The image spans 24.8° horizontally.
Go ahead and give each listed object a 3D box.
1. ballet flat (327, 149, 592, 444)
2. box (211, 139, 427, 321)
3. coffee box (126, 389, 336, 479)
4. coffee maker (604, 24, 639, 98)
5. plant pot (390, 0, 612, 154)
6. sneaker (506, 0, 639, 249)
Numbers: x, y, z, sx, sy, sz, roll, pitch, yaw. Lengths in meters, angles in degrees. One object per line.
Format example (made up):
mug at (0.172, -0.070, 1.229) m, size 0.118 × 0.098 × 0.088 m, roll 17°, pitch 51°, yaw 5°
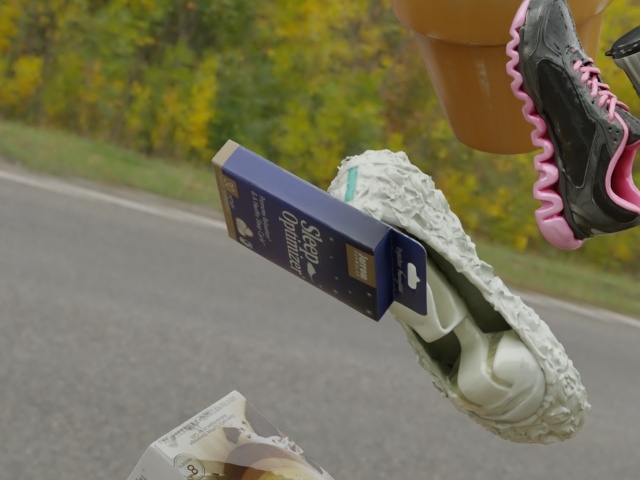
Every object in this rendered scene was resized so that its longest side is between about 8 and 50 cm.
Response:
ballet flat at (0.135, 0.090, 1.514) m, size 0.409 × 0.147 × 0.147 m, roll 50°, pitch -3°, yaw -17°
box at (0.000, 0.000, 1.398) m, size 0.225 × 0.036 × 0.136 m, roll 28°, pitch -26°, yaw 20°
coffee box at (-0.045, 0.311, 1.473) m, size 0.297 × 0.119 × 0.168 m, roll 41°, pitch 30°, yaw 13°
coffee maker at (0.299, -0.086, 0.952) m, size 0.171 × 0.178 × 0.120 m, roll -26°, pitch 9°, yaw -8°
plant pot at (0.168, -0.189, 1.301) m, size 0.205 × 0.188 × 0.205 m, roll -7°, pitch 36°, yaw 5°
sneaker at (0.121, -0.056, 0.655) m, size 0.057 × 0.119 × 0.047 m, roll -7°, pitch 10°, yaw 41°
